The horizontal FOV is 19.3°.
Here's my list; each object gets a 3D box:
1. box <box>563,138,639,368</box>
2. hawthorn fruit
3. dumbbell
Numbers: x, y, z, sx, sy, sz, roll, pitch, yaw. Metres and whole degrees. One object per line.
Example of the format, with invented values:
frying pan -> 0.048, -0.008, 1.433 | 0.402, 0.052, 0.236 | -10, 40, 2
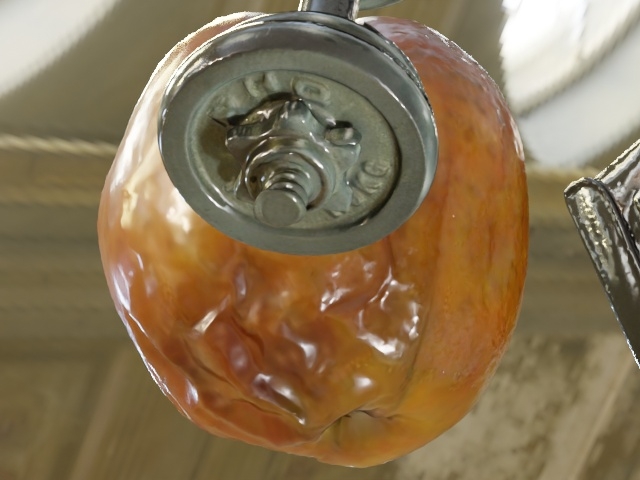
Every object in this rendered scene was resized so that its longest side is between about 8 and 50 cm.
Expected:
box -> 0.486, 0.043, 2.206 | 0.251, 0.204, 0.345 | 14, -136, -41
hawthorn fruit -> 0.000, 0.000, 1.890 | 0.472, 0.472, 0.472 | 19, -158, -8
dumbbell -> 0.005, -0.153, 1.252 | 0.179, 0.179, 0.406 | 19, -136, -7
